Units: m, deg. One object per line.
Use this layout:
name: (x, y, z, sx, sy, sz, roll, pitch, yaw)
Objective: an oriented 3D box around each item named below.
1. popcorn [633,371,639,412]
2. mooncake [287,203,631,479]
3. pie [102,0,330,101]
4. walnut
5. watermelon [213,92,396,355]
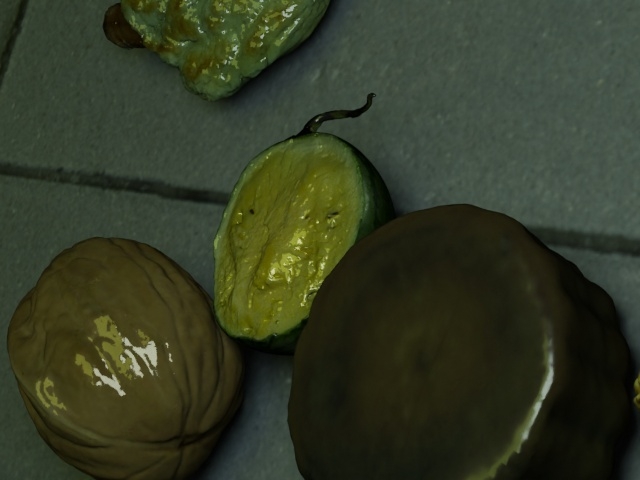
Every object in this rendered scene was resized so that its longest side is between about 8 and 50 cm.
popcorn: (0.288, 0.125, 1.462, 0.082, 0.057, 0.083, -16, 59, 28)
mooncake: (0.119, 0.127, 1.532, 0.290, 0.161, 0.290, -18, 61, 35)
pie: (-0.093, -0.279, 1.933, 0.257, 0.105, 0.274, -53, 47, -3)
walnut: (-0.190, 0.115, 1.775, 0.225, 0.225, 0.261, -49, 49, 13)
watermelon: (-0.003, 0.007, 1.710, 0.204, 0.127, 0.232, -21, 52, 43)
